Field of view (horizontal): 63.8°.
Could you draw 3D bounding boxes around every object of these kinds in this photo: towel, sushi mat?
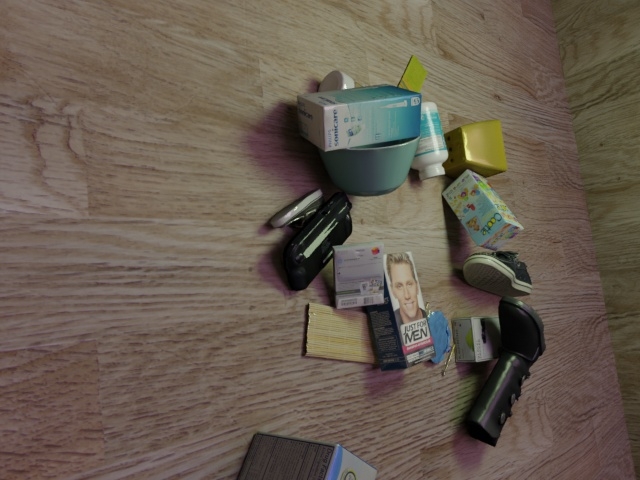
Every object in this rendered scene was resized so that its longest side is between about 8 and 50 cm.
[{"bbox_3d":[0.360,-0.619,2.004,0.102,0.021,0.237,45,53,-29],"label":"towel"},{"bbox_3d":[0.074,0.279,1.519,0.317,0.019,0.151,17,68,-41],"label":"sushi mat"}]

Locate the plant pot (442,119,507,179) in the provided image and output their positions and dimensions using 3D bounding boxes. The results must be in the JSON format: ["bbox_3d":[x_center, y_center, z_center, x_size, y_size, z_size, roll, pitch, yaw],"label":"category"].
[{"bbox_3d":[0.581,-0.355,2.041,0.187,0.212,0.212,0,81,-32],"label":"plant pot"}]

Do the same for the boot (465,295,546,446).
[{"bbox_3d":[0.641,0.471,1.844,0.445,0.146,0.367,-50,126,-18],"label":"boot"}]

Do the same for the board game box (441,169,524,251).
[{"bbox_3d":[0.617,-0.114,1.968,0.142,0.144,0.275,13,42,-42],"label":"board game box"}]

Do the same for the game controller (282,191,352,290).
[{"bbox_3d":[0.000,0.000,1.458,0.319,0.067,0.166,-48,148,-39],"label":"game controller"}]

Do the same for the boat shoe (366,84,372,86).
[{"bbox_3d":[0.167,-0.510,1.774,0.135,0.050,0.045,-24,94,-55],"label":"boat shoe"}]

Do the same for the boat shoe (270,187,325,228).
[{"bbox_3d":[-0.052,-0.076,1.435,0.219,0.078,0.070,-38,108,-45],"label":"boat shoe"}]

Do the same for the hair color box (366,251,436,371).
[{"bbox_3d":[0.239,0.216,1.610,0.174,0.105,0.346,-5,79,-48],"label":"hair color box"}]

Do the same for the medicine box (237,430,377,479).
[{"bbox_3d":[-0.058,0.584,1.126,0.149,0.289,0.263,42,54,-29],"label":"medicine box"}]

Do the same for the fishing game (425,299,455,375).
[{"bbox_3d":[0.405,0.337,1.815,0.264,0.041,0.189,53,50,-33],"label":"fishing game"}]

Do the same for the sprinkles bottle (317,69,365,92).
[{"bbox_3d":[0.155,-0.428,1.688,0.356,0.121,0.121,17,69,-41],"label":"sprinkles bottle"}]

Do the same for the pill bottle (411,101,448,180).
[{"bbox_3d":[0.377,-0.357,1.872,0.146,0.146,0.263,-14,91,-45],"label":"pill bottle"}]

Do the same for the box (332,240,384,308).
[{"bbox_3d":[0.109,0.100,1.484,0.145,0.038,0.186,-7,112,-9],"label":"box"}]

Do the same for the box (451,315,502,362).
[{"bbox_3d":[0.628,0.378,1.987,0.290,0.087,0.169,8,75,-43],"label":"box"}]

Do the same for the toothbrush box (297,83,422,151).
[{"bbox_3d":[0.106,-0.356,1.463,0.296,0.216,0.126,-12,117,-19],"label":"toothbrush box"}]

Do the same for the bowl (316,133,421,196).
[{"bbox_3d":[0.141,-0.234,1.539,0.312,0.312,0.163,-28,124,-44],"label":"bowl"}]

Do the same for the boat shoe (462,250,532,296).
[{"bbox_3d":[0.713,0.115,2.071,0.500,0.187,0.155,21,65,-47],"label":"boat shoe"}]
